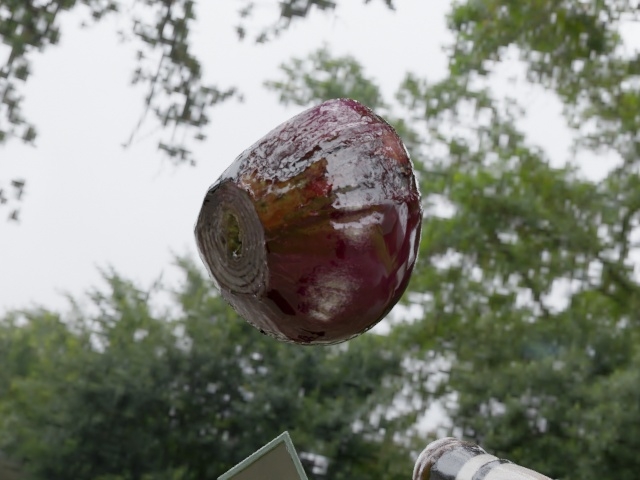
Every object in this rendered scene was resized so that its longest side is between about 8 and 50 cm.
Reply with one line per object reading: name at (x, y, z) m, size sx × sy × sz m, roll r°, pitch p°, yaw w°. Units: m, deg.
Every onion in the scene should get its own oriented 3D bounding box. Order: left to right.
onion at (0.000, 0.000, 1.645) m, size 0.282 × 0.260 × 0.336 m, roll -6°, pitch -34°, yaw -48°

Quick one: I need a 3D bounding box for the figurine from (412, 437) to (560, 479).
figurine at (0.178, 0.328, 0.956) m, size 0.196 × 0.320 × 0.323 m, roll -20°, pitch -62°, yaw 18°

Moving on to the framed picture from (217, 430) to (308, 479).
framed picture at (-0.069, 0.399, 1.877) m, size 0.142 × 0.183 × 0.011 m, roll -37°, pitch -33°, yaw 16°
